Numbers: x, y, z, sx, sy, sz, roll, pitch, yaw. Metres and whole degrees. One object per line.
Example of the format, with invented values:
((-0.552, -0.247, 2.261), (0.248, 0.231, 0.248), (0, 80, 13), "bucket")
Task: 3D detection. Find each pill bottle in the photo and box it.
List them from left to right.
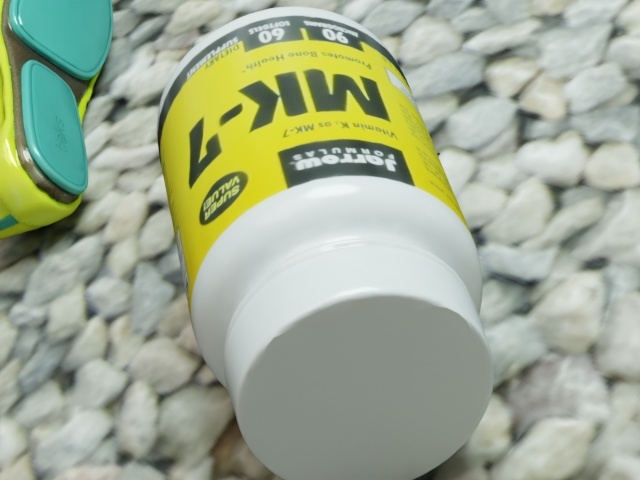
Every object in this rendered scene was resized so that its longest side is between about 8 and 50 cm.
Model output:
((0.000, 0.000, 0.786), (0.119, 0.119, 0.208), (-27, 36, 7), "pill bottle")

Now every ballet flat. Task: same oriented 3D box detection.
((-0.167, -0.083, 1.058), (0.077, 0.077, 0.231), (-35, 33, 25), "ballet flat")
